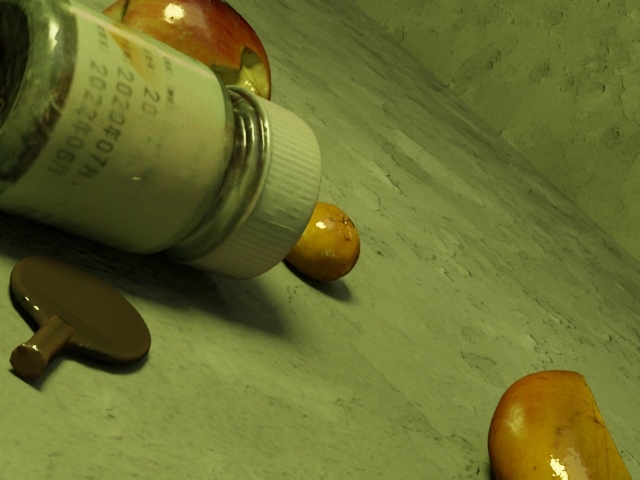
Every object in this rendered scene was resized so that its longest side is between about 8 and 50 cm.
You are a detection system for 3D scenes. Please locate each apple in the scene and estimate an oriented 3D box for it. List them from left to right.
[{"bbox_3d":[-0.134,-0.143,1.171,0.199,0.199,0.199,33,17,-11],"label":"apple"}]

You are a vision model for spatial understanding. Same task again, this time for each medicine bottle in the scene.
[{"bbox_3d":[-0.145,-0.075,0.966,0.273,0.165,0.165,20,23,-42],"label":"medicine bottle"}]

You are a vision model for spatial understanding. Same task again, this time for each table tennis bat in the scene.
[{"bbox_3d":[-0.138,0.014,0.817,0.107,0.119,0.170,35,15,-3],"label":"table tennis bat"}]

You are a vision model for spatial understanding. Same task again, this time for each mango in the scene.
[{"bbox_3d":[0.204,0.194,1.053,0.141,0.102,0.217,56,13,-19],"label":"mango"}]

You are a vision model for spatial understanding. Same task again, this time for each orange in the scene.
[{"bbox_3d":[0.000,0.000,1.216,0.083,0.070,0.083,36,19,-14],"label":"orange"}]
